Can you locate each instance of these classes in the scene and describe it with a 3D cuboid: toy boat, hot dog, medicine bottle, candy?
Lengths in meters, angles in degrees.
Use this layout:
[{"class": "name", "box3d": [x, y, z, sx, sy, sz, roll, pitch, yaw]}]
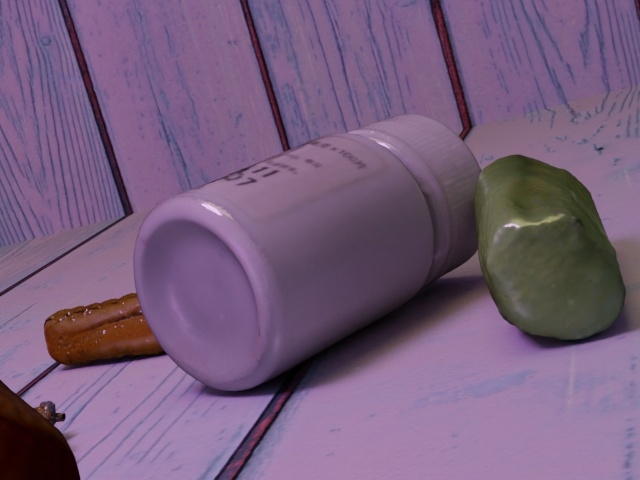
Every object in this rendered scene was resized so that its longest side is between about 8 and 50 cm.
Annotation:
[{"class": "toy boat", "box3d": [-0.268, 0.190, 1.332, 0.049, 0.047, 0.149, -3, 11, -7]}, {"class": "hot dog", "box3d": [-0.204, 0.098, 1.666, 0.289, 0.083, 0.068, -11, -8, 26]}, {"class": "medicine bottle", "box3d": [0.000, 0.000, 1.474, 0.211, 0.211, 0.371, -7, 13, 44]}, {"class": "candy", "box3d": [0.218, -0.004, 1.364, 0.132, 0.142, 0.343, -2, 12, 5]}]

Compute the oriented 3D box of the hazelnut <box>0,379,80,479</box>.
[{"class": "hazelnut", "box3d": [-0.288, 0.188, 0.969, 0.229, 0.229, 0.229, -16, 10, 3]}]
